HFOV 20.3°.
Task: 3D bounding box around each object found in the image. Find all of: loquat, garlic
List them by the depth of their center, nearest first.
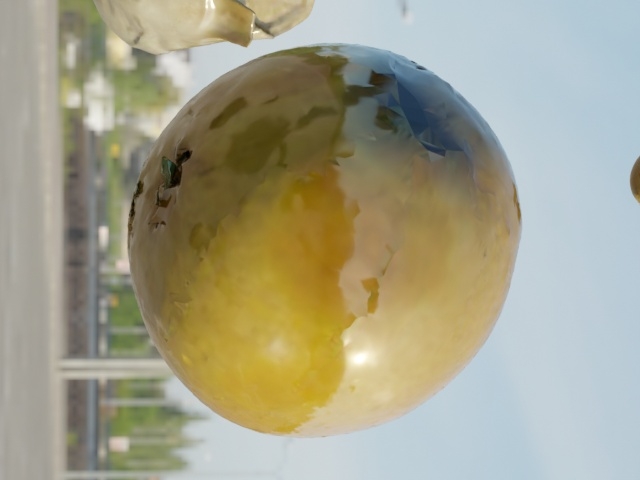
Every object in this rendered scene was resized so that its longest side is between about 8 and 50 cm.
[{"bbox_3d":[-0.058,-0.113,0.725,0.152,0.084,0.066,-129,-130,-57],"label":"garlic"},{"bbox_3d":[0.000,0.000,1.171,0.263,0.263,0.263,180,-90,-84],"label":"loquat"}]

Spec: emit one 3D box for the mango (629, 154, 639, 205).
[{"bbox_3d":[0.308,-0.052,1.487,0.080,0.114,0.060,66,-20,11],"label":"mango"}]
